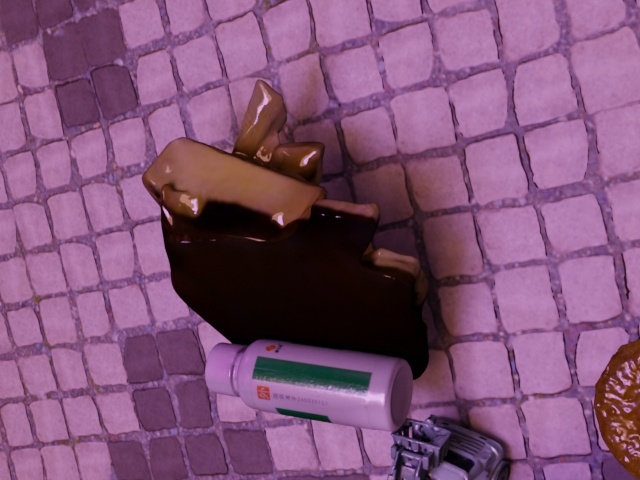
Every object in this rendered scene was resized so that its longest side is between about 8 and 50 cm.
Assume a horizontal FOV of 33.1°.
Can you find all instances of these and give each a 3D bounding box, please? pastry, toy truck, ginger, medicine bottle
[{"bbox_3d":[0.409,0.188,1.219,0.188,0.103,0.189,7,102,32],"label":"pastry"},{"bbox_3d":[0.135,0.382,1.384,0.132,0.184,0.339,17,108,29],"label":"toy truck"},{"bbox_3d":[0.000,0.000,1.384,0.358,0.211,0.413,-14,129,39],"label":"ginger"},{"bbox_3d":[-0.018,0.177,1.359,0.259,0.095,0.095,7,103,23],"label":"medicine bottle"}]
